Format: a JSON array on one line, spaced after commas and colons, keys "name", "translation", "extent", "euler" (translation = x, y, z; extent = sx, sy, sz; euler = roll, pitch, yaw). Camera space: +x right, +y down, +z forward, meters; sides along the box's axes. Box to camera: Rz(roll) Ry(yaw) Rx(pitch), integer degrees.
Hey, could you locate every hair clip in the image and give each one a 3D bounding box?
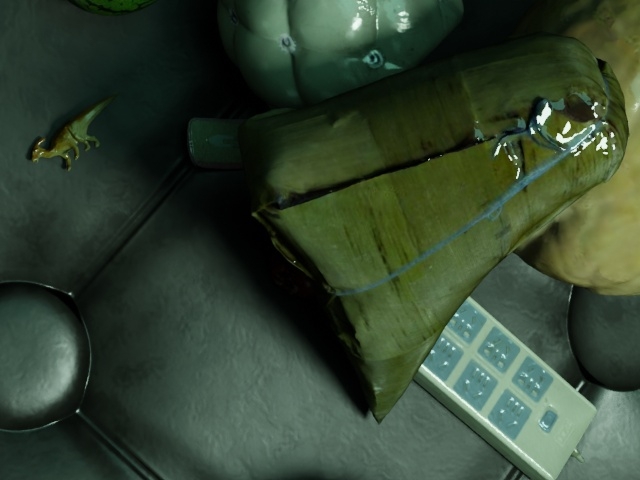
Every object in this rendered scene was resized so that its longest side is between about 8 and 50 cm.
[{"name": "hair clip", "translation": [-0.077, -0.102, 1.862], "extent": [0.137, 0.022, 0.054], "euler": [-3, 83, -25]}]

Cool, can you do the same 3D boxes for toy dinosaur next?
[{"name": "toy dinosaur", "translation": [-0.238, -0.106, 1.783], "extent": [0.113, 0.026, 0.041], "euler": [-36, 81, -16]}]

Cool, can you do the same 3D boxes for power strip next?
[{"name": "power strip", "translation": [0.157, 0.127, 1.928], "extent": [0.367, 0.043, 0.106], "euler": [41, 69, -15]}]

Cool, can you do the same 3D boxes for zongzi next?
[{"name": "zongzi", "translation": [0.149, -0.005, 1.740], "extent": [0.356, 0.174, 0.393], "euler": [-19, 127, 9]}]

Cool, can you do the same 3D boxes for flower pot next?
[{"name": "flower pot", "translation": [0.015, -0.232, 1.807], "extent": [0.195, 0.246, 0.246], "euler": [46, 67, -2]}]

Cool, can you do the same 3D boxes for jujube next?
[{"name": "jujube", "translation": [0.000, 0.000, 1.854], "extent": [0.077, 0.077, 0.129], "euler": [40, 70, -15]}]

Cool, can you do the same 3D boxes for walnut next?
[{"name": "walnut", "translation": [0.333, -0.123, 1.879], "extent": [0.381, 0.381, 0.381], "euler": [4, 81, -25]}]

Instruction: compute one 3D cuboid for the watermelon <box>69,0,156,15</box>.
[{"name": "watermelon", "translation": [-0.187, -0.304, 1.774], "extent": [0.187, 0.141, 0.140], "euler": [-35, 98, -29]}]
